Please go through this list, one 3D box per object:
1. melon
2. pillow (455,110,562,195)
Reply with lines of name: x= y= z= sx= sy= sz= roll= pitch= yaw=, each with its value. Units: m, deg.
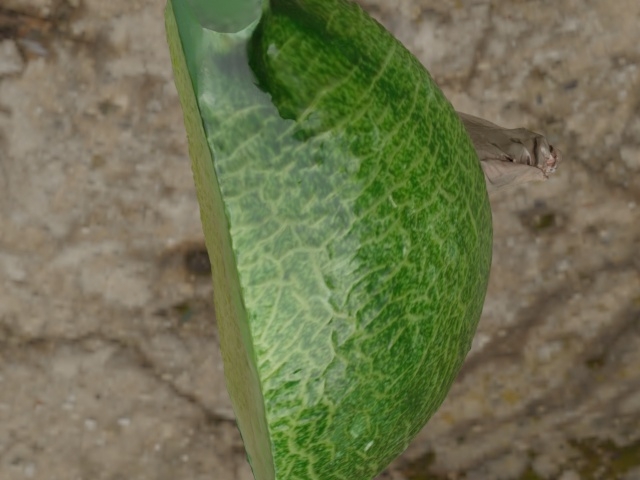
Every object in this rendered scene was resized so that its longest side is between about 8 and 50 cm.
melon: x=0.000 y=0.000 z=0.694 sx=0.124 sy=0.196 sz=0.323 roll=28 pitch=155 yaw=26
pillow: x=0.085 y=-0.071 z=1.173 sx=0.173 sy=0.270 sz=0.067 roll=15 pitch=104 yaw=32
